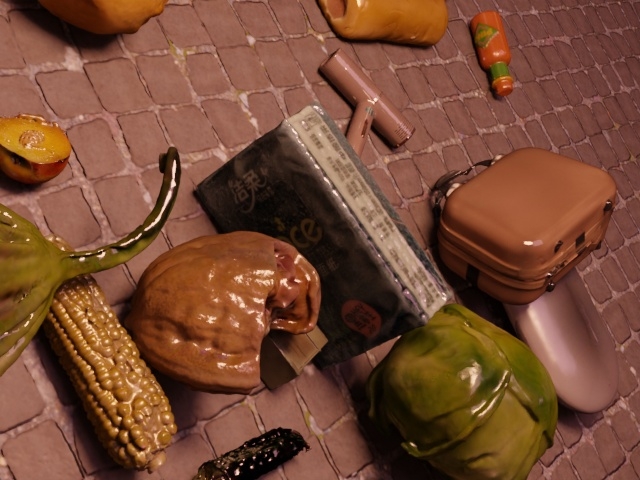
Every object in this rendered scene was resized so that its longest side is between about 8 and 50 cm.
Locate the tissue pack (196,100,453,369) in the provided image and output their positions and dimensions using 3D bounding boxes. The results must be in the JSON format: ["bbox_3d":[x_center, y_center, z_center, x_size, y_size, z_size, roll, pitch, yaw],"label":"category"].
[{"bbox_3d":[0.000,0.000,1.256,0.316,0.228,0.103,55,45,-4],"label":"tissue pack"}]

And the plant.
[{"bbox_3d":[-0.275,0.015,0.951,0.333,0.180,0.251,-10,81,-18],"label":"plant"}]

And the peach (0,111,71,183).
[{"bbox_3d":[-0.345,-0.105,1.115,0.098,0.061,0.098,24,31,-15],"label":"peach"}]

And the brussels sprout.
[{"bbox_3d":[0.199,0.223,1.313,0.259,0.227,0.294,43,15,-14],"label":"brussels sprout"}]

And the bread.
[{"bbox_3d":[0.126,-0.436,1.753,0.305,0.091,0.142,-10,68,-47],"label":"bread"}]

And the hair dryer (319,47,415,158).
[{"bbox_3d":[0.043,-0.189,1.559,0.195,0.053,0.220,46,49,-12],"label":"hair dryer"}]

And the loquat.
[{"bbox_3d":[-0.290,-0.386,1.240,0.238,0.193,0.238,16,60,-30],"label":"loquat"}]

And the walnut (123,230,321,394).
[{"bbox_3d":[-0.115,0.061,1.125,0.204,0.141,0.238,26,33,15],"label":"walnut"}]

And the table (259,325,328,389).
[{"bbox_3d":[-0.049,0.137,1.251,0.079,0.062,0.083,53,42,-4],"label":"table"}]

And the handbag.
[{"bbox_3d":[0.322,-0.046,1.605,0.283,0.149,0.302,31,47,30],"label":"handbag"}]

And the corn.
[{"bbox_3d":[-0.247,0.125,1.051,0.086,0.086,0.288,-24,82,-48],"label":"corn"}]

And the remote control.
[{"bbox_3d":[0.419,0.146,1.663,0.221,0.103,0.332,-10,71,-44],"label":"remote control"}]

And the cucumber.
[{"bbox_3d":[-0.082,0.269,1.149,0.181,0.053,0.053,-13,76,-50],"label":"cucumber"}]

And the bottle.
[{"bbox_3d":[0.362,-0.385,1.961,0.069,0.069,0.187,10,59,-40],"label":"bottle"}]
